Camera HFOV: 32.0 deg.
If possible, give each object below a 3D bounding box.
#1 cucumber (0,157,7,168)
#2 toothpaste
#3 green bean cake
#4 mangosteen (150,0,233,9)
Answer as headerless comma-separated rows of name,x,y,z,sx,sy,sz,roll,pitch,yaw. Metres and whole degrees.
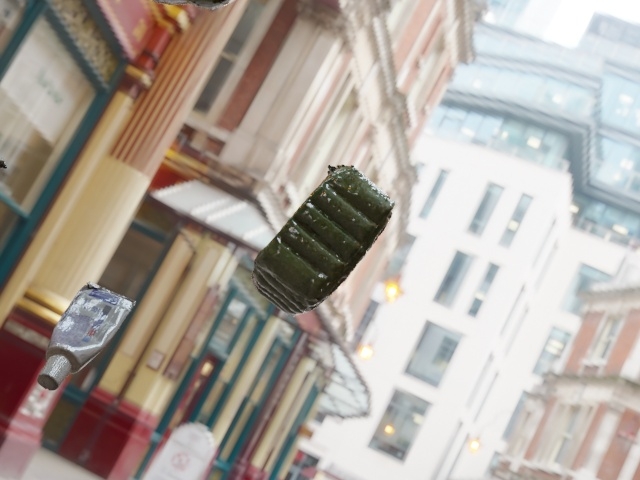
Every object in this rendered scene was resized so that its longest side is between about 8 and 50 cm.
cucumber,-0.569,-0.114,1.735,0.036,0.033,0.184,-3,8,38
toothpaste,-0.463,0.182,2.150,0.068,0.282,0.099,-34,-72,34
green bean cake,0.000,0.000,1.651,0.125,0.222,0.227,39,-11,-4
mangosteen,-0.170,-0.441,1.406,0.306,0.306,0.359,36,9,-32
